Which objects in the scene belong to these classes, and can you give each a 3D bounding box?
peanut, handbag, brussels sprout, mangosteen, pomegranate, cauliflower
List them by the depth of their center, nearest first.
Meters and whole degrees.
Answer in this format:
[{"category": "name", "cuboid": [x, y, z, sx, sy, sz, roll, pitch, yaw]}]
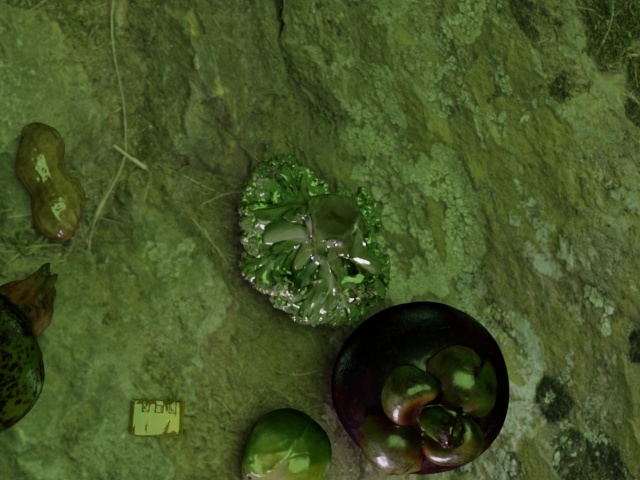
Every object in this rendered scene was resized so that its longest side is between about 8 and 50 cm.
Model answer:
[{"category": "pomegranate", "cuboid": [-0.490, 0.145, 1.300, 0.204, 0.276, 0.221, -16, 117, 11]}, {"category": "peanut", "cuboid": [-0.417, -0.092, 1.408, 0.089, 0.089, 0.192, -18, 90, -24]}, {"category": "handbag", "cuboid": [-0.260, 0.281, 1.444, 0.083, 0.027, 0.061, 8, 80, -20]}, {"category": "brussels sprout", "cuboid": [-0.056, 0.349, 1.472, 0.155, 0.117, 0.155, 0, 84, -1]}, {"category": "cauliflower", "cuboid": [0.000, 0.000, 1.478, 0.275, 0.250, 0.272, 11, 76, -16]}, {"category": "mangosteen", "cuboid": [0.175, 0.251, 1.483, 0.301, 0.300, 0.300, 4, 80, -22]}]
